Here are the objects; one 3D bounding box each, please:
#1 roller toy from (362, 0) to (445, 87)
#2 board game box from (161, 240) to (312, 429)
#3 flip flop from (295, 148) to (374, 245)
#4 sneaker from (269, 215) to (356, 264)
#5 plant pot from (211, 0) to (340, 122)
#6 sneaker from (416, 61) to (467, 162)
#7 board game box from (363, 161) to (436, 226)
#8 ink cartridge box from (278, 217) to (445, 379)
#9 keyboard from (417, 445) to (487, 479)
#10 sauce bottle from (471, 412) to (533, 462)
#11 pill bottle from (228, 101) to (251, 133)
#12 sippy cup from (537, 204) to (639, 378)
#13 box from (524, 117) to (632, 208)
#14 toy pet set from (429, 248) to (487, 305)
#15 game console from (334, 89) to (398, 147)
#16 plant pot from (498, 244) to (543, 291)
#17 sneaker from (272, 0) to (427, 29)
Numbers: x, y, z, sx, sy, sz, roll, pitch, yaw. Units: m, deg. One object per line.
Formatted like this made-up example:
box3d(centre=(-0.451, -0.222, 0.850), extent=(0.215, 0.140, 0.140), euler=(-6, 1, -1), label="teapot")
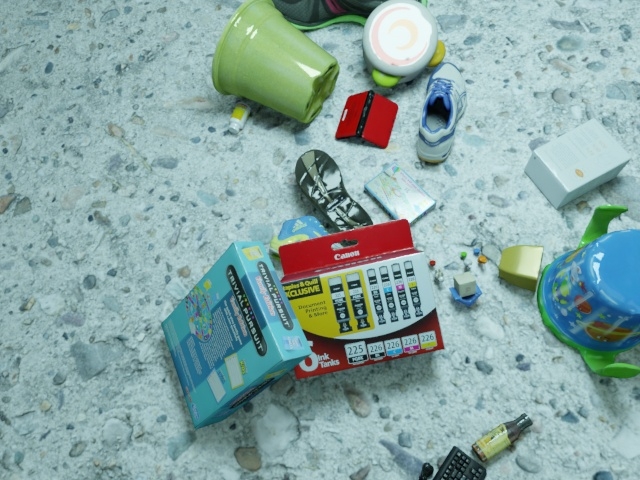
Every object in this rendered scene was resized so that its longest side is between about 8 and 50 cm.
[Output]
box3d(centre=(0.208, -0.520, 1.280), extent=(0.209, 0.146, 0.191), euler=(-27, 93, 7), label="roller toy")
box3d(centre=(-0.190, 0.200, 1.003), extent=(0.336, 0.079, 0.254), euler=(-43, 62, 34), label="board game box")
box3d(centre=(0.031, -0.101, 1.201), extent=(0.112, 0.080, 0.277), euler=(-36, 82, -11), label="flip flop")
box3d(centre=(0.000, 0.000, 1.151), extent=(0.240, 0.091, 0.126), euler=(10, 68, 12), label="sneaker")
box3d(centre=(-0.099, -0.447, 1.275), extent=(0.254, 0.276, 0.276), euler=(33, 76, 7), label="plant pot")
box3d(centre=(0.313, -0.348, 1.223), extent=(0.111, 0.131, 0.297), euler=(7, 68, 13), label="sneaker")
box3d(centre=(0.196, -0.111, 1.200), extent=(0.103, 0.026, 0.154), euler=(-37, 68, -7), label="board game box")
box3d(centre=(0.072, 0.115, 1.020), extent=(0.309, 0.130, 0.272), euler=(-13, 92, 4), label="ink cartridge box")
box3d(centre=(0.236, 0.495, 0.952), extent=(0.108, 0.023, 0.180), euler=(33, 76, 19), label="keyboard")
box3d(centre=(0.363, 0.389, 0.966), extent=(0.128, 0.042, 0.042), euler=(-32, 67, -7), label="sauce bottle")
box3d(centre=(-0.227, -0.339, 1.348), extent=(0.043, 0.043, 0.083), euler=(16, 71, 14), label="pill bottle")
box3d(centre=(0.576, 0.092, 0.954), extent=(0.240, 0.224, 0.306), euler=(-27, 66, -3), label="sippy cup")
box3d(centre=(0.594, -0.178, 1.132), extent=(0.170, 0.091, 0.130), euler=(-28, 67, -3), label="box")
box3d(centre=(0.323, 0.087, 1.097), extent=(0.122, 0.065, 0.114), euler=(-14, 32, 0), label="toy pet set")
box3d(centre=(0.123, -0.319, 1.303), extent=(0.124, 0.085, 0.144), euler=(-1, 64, 42), label="game console")
box3d(centre=(0.440, 0.056, 1.071), extent=(0.083, 0.081, 0.081), euler=(11, 70, 27), label="plant pot")
box3d(centre=(0.061, -0.718, 1.371), extent=(0.482, 0.202, 0.185), euler=(6, 69, 11), label="sneaker")
